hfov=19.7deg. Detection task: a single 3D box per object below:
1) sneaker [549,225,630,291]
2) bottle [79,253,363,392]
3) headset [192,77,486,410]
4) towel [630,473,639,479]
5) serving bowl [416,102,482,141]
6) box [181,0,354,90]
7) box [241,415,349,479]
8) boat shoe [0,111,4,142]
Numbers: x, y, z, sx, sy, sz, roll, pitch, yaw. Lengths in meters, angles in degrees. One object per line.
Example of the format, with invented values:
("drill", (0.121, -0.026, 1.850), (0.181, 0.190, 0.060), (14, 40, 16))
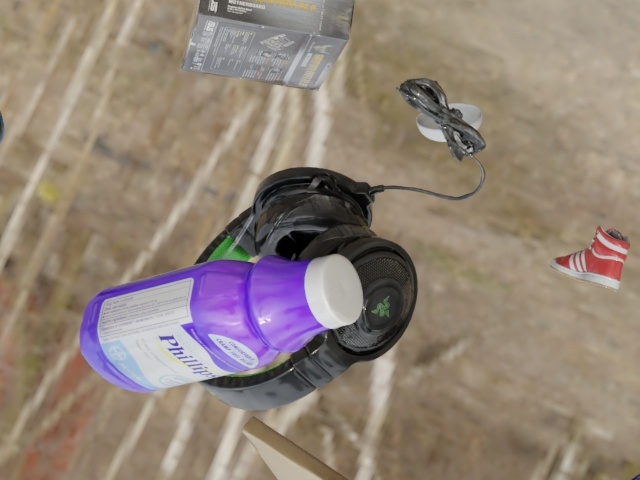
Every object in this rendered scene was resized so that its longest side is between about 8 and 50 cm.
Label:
("sneaker", (0.298, 0.015, 2.024), (0.042, 0.067, 0.118), (18, 180, -27))
("bottle", (-0.093, 0.074, 1.745), (0.283, 0.092, 0.118), (-14, 142, 33))
("headset", (0.000, 0.000, 1.908), (0.185, 0.394, 0.243), (46, -171, -41))
("towel", (0.363, 0.379, 2.372), (0.076, 0.227, 0.308), (46, -169, 11))
("serving bowl", (0.162, -0.143, 2.299), (0.083, 0.083, 0.027), (16, 125, 42))
("box", (-0.069, -0.252, 2.259), (0.183, 0.056, 0.231), (8, 168, -7))
("box", (0.018, 0.258, 1.750), (0.201, 0.021, 0.164), (27, 155, 53))
("boat shoe", (-0.461, -0.190, 2.051), (0.258, 0.109, 0.089), (46, -168, -2))
